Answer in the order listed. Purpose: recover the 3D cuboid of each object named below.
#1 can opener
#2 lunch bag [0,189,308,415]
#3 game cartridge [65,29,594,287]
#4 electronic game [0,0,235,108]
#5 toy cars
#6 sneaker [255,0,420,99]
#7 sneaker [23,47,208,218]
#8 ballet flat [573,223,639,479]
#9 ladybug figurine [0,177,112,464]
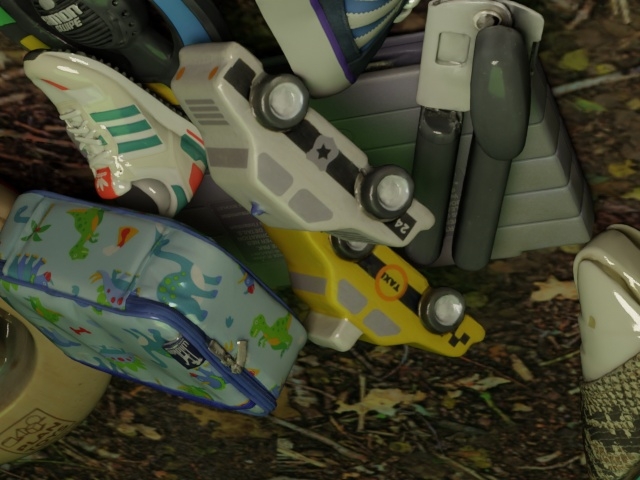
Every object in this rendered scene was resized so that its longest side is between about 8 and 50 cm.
[{"bbox_3d":[0.098,-0.056,1.196,0.076,0.095,0.283,7,143,2],"label":"can opener"},{"bbox_3d":[-0.128,0.050,1.282,0.219,0.090,0.176,13,158,36],"label":"lunch bag"},{"bbox_3d":[0.012,-0.057,1.338,0.355,0.068,0.230,-7,145,20],"label":"game cartridge"},{"bbox_3d":[-0.160,-0.163,1.182,0.229,0.048,0.229,24,158,10],"label":"electronic game"},{"bbox_3d":[0.000,0.000,1.210,0.176,0.087,0.393,28,166,25],"label":"toy cars"},{"bbox_3d":[0.064,-0.207,1.066,0.236,0.130,0.323,-26,166,3],"label":"sneaker"},{"bbox_3d":[-0.147,-0.072,1.229,0.161,0.075,0.057,33,163,-31],"label":"sneaker"},{"bbox_3d":[0.308,0.015,1.323,0.182,0.164,0.483,38,133,-4],"label":"ballet flat"},{"bbox_3d":[-0.351,0.041,1.408,0.305,0.162,0.449,-35,138,13],"label":"ladybug figurine"}]
